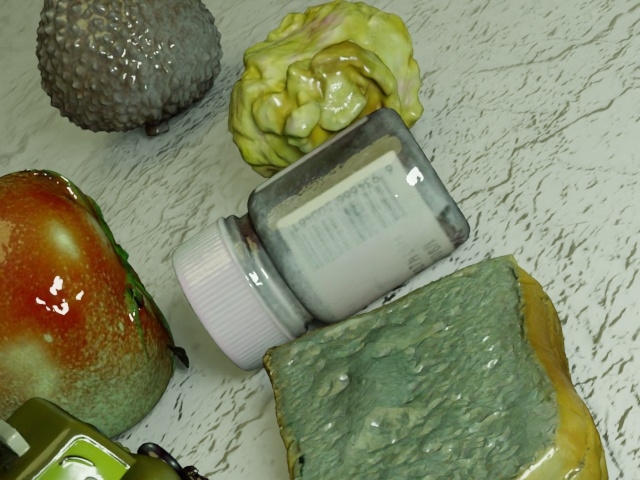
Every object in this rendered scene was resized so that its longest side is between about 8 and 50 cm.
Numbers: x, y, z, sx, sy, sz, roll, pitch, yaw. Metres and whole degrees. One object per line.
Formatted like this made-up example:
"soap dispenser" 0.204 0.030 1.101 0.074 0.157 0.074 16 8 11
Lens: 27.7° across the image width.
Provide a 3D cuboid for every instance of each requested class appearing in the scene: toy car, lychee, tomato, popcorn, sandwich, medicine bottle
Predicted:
"toy car" -0.223 0.237 1.164 0.204 0.198 0.248 -45 31 -18
"lychee" -0.288 -0.293 1.952 0.300 0.300 0.300 -26 30 17
"tomato" -0.304 0.082 1.385 0.239 0.303 0.303 -33 28 -5
"popcorn" 0.011 -0.151 1.479 0.259 0.212 0.259 -22 38 18
"sandwich" 0.084 0.155 1.064 0.271 0.099 0.301 -28 29 13
"medicine bottle" 0.000 0.000 1.315 0.273 0.165 0.165 -32 29 7
